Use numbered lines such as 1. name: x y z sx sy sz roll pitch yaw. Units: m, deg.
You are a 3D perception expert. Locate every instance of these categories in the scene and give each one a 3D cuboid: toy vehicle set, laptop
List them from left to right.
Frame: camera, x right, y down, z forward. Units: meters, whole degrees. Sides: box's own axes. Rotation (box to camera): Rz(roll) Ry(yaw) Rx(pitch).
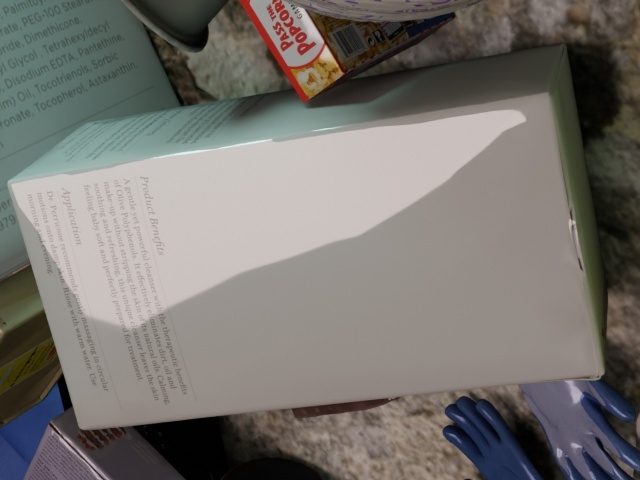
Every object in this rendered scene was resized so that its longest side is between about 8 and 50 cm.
1. toy vehicle set: -0.250 0.093 1.159 0.035 0.166 0.267 48 134 8
2. laptop: -0.222 0.242 1.347 0.264 0.136 0.234 6 115 35

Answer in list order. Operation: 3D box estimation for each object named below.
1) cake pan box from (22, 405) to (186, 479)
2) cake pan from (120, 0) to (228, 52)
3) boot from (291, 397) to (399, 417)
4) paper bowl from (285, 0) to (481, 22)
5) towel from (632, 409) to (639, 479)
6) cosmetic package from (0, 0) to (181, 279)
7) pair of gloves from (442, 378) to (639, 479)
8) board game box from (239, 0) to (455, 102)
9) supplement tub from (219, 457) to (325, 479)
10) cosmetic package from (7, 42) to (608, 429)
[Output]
1. cake pan box: -0.163 0.302 1.240 0.267 0.070 0.246 41 132 15
2. cake pan: -0.144 -0.264 0.965 0.054 0.293 0.293 -31 92 12
3. boot: -0.057 0.053 1.160 0.248 0.090 0.207 -12 102 36
4. paper bowl: 0.036 -0.270 0.839 0.284 0.284 0.148 59 174 -2
5. towel: 0.309 0.178 0.978 0.187 0.049 0.282 17 121 31
6. cosmetic package: -0.372 -0.143 1.142 0.329 0.327 0.394 -17 102 40
7. pair of gloves: 0.164 0.154 1.063 0.159 0.023 0.198 53 141 26
8. board game box: -0.009 -0.204 0.961 0.045 0.147 0.193 -31 91 42
9. supplement tub: -0.047 0.298 1.265 0.106 0.106 0.198 22 124 27
10. cosmetic package: 0.000 0.000 0.971 0.365 0.155 0.197 -7 108 14
